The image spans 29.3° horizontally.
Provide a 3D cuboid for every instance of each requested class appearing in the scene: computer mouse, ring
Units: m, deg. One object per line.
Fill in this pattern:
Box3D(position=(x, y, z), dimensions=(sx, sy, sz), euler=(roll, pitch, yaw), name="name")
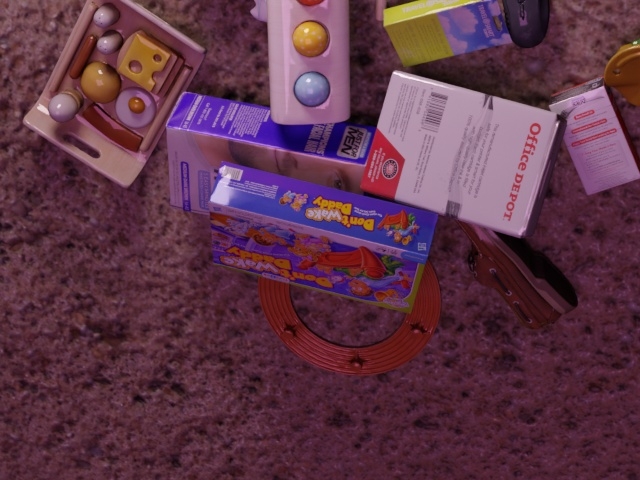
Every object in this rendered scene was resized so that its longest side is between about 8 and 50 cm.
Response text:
Box3D(position=(0.302, -0.407, 1.860), dimensions=(0.071, 0.041, 0.242), euler=(-7, 114, 18), name="computer mouse")
Box3D(position=(0.047, 0.103, 2.191), dimensions=(0.336, 0.032, 0.337), euler=(5, 117, 11), name="ring")

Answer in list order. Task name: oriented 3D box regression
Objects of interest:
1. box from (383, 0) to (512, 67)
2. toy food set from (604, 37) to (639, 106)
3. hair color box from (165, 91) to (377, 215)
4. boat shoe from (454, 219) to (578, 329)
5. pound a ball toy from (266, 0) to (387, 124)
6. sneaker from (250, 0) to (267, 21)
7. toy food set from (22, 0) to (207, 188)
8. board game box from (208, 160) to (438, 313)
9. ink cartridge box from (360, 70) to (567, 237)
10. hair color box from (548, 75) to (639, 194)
Box3D(position=(0.198, -0.333, 1.897), dimensions=(0.178, 0.042, 0.109), euler=(-11, 145, 18), name="box")
Box3D(position=(0.544, -0.271, 1.861), dimensions=(0.217, 0.071, 0.128), euler=(2, 141, 15), name="toy food set")
Box3D(position=(-0.081, -0.119, 2.043), dimensions=(0.338, 0.110, 0.185), euler=(10, 135, 7), name="hair color box")
Box3D(position=(0.295, 0.033, 2.047), dimensions=(0.104, 0.111, 0.307), euler=(-38, 102, 27), name="boat shoe")
Box3D(position=(0.020, -0.345, 1.875), dimensions=(0.208, 0.136, 0.319), euler=(-2, 115, -4), name="pound a ball toy")
Box3D(position=(-0.088, -0.417, 1.945), dimensions=(0.061, 0.054, 0.152), euler=(8, 119, 13), name="sneaker")
Box3D(position=(-0.351, -0.263, 2.067), dimensions=(0.219, 0.092, 0.306), euler=(33, 120, -3), name="toy food set")
Box3D(position=(0.000, 0.000, 1.972), dimensions=(0.347, 0.078, 0.233), euler=(14, 154, 4), name="board game box")
Box3D(position=(0.226, -0.133, 1.913), dimensions=(0.272, 0.114, 0.197), euler=(18, 97, 19), name="ink cartridge box")
Box3D(position=(0.438, -0.166, 1.943), dimensions=(0.093, 0.053, 0.167), euler=(-19, 112, 23), name="hair color box")
